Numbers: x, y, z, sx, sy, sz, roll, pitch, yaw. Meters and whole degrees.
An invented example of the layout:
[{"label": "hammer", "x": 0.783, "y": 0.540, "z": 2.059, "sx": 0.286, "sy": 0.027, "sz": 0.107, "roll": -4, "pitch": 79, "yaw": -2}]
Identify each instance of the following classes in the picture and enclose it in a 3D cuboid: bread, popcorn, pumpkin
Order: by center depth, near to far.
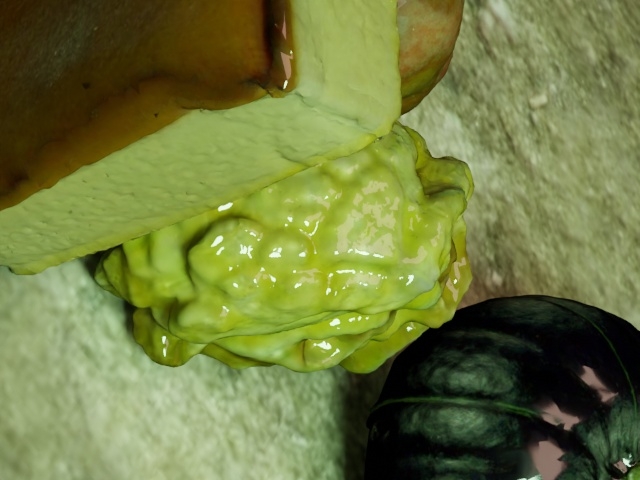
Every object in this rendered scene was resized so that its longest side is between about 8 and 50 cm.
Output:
[{"label": "bread", "x": -0.109, "y": -0.174, "z": 1.139, "sx": 0.143, "sy": 0.333, "sz": 0.323, "roll": 22, "pitch": 57, "yaw": -46}, {"label": "popcorn", "x": 0.000, "y": 0.000, "z": 1.269, "sx": 0.286, "sy": 0.225, "sz": 0.173, "roll": 10, "pitch": 70, "yaw": -45}, {"label": "pumpkin", "x": 0.176, "y": 0.182, "z": 1.348, "sx": 0.296, "sy": 0.296, "sz": 0.296, "roll": 23, "pitch": 58, "yaw": -41}]

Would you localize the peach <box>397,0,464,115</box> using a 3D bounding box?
[{"label": "peach", "x": 0.014, "y": -0.173, "z": 1.376, "sx": 0.235, "sy": 0.214, "sz": 0.214, "roll": 14, "pitch": 63, "yaw": -52}]
